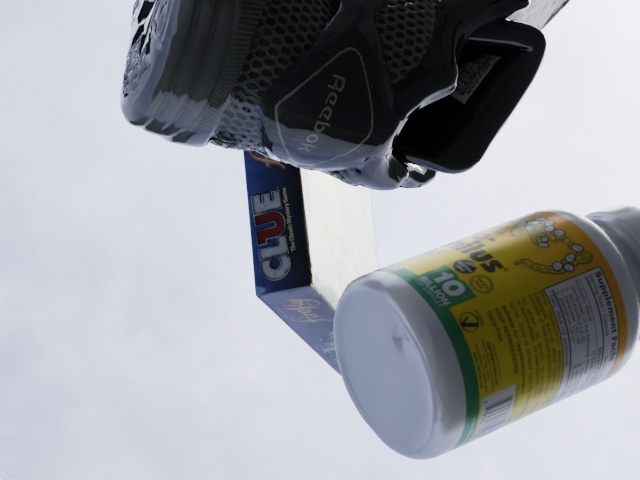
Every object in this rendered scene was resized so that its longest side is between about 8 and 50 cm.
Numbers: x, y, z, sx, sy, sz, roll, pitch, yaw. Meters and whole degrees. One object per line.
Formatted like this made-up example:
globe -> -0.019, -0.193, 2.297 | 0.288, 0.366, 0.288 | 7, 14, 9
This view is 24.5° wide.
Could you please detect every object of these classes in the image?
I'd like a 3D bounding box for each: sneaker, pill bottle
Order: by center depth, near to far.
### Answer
sneaker -> 0.001, -0.084, 0.533 | 0.130, 0.227, 0.087 | 20, -67, -15
pill bottle -> 0.123, 0.047, 0.919 | 0.208, 0.117, 0.117 | -19, -91, -28

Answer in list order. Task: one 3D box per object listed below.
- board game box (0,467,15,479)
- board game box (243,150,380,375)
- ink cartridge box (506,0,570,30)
board game box -> -0.223, 0.242, 0.792 | 0.254, 0.079, 0.336 | 51, -164, -33
board game box -> 0.000, 0.000, 1.138 | 0.243, 0.042, 0.165 | 51, -150, -64
ink cartridge box -> 0.236, -0.305, 1.263 | 0.065, 0.165, 0.332 | 36, -110, 20
